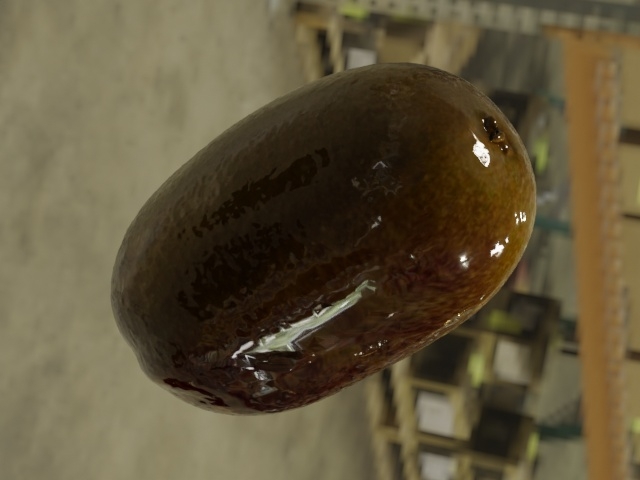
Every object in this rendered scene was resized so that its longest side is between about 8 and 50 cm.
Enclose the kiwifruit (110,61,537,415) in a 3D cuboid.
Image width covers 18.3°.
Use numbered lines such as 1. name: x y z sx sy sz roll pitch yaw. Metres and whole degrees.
1. kiwifruit: 0.000 0.000 0.516 0.075 0.124 0.075 34 40 -33
